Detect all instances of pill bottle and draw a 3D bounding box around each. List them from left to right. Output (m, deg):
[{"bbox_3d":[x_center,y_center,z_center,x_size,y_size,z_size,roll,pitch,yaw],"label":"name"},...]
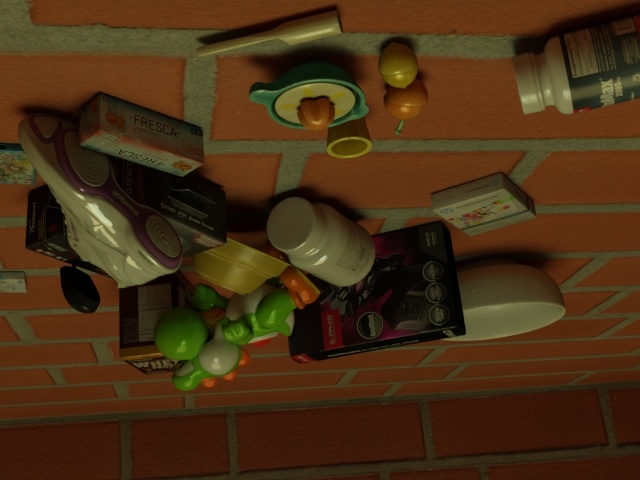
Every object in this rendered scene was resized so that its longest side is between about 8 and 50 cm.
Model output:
[{"bbox_3d":[0.000,0.000,1.612,0.131,0.131,0.229,-16,157,25],"label":"pill bottle"},{"bbox_3d":[0.354,-0.227,1.139,0.180,0.107,0.108,-12,158,17],"label":"pill bottle"}]

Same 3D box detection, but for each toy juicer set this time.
[{"bbox_3d":[0.022,-0.203,1.144,0.209,0.089,0.329,-19,155,32],"label":"toy juicer set"}]

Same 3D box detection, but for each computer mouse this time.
[{"bbox_3d":[-0.452,0.052,1.520,0.041,0.242,0.071,-49,135,10],"label":"computer mouse"}]

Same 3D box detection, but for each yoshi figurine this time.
[{"bbox_3d":[-0.193,0.148,1.724,0.362,0.203,0.203,-42,163,6],"label":"yoshi figurine"}]

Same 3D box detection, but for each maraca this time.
[{"bbox_3d":[-0.284,0.206,2.141,0.127,0.099,0.186,13,178,-36],"label":"maraca"}]

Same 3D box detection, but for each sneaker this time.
[{"bbox_3d":[-0.346,-0.045,1.253,0.152,0.114,0.305,-27,111,31],"label":"sneaker"}]

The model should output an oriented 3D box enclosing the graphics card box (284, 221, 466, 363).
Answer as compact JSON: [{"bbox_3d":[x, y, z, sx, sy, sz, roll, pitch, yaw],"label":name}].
[{"bbox_3d":[0.105,0.114,1.799,0.371,0.232,0.094,-11,158,17],"label":"graphics card box"}]

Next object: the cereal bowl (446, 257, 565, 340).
[{"bbox_3d":[0.406,0.135,2.055,0.339,0.141,0.339,-4,159,-2],"label":"cereal bowl"}]

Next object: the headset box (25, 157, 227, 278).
[{"bbox_3d":[-0.315,-0.041,1.451,0.293,0.110,0.218,-17,155,27],"label":"headset box"}]

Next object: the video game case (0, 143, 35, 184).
[{"bbox_3d":[-0.530,-0.120,1.327,0.166,0.015,0.119,2,158,-18],"label":"video game case"}]

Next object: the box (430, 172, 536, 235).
[{"bbox_3d":[0.318,-0.066,1.650,0.145,0.038,0.186,-17,155,27],"label":"box"}]

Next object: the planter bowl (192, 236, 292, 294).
[{"bbox_3d":[-0.170,0.043,1.599,0.217,0.090,0.217,23,177,1],"label":"planter bowl"}]

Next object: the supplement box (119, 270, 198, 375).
[{"bbox_3d":[-0.359,0.185,1.918,0.129,0.194,0.191,-7,159,5],"label":"supplement box"}]

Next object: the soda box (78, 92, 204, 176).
[{"bbox_3d":[-0.259,-0.151,1.246,0.058,0.062,0.183,-23,152,39],"label":"soda box"}]

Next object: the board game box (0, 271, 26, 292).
[{"bbox_3d":[-0.680,0.091,1.836,0.090,0.020,0.090,1,158,-16],"label":"board game box"}]
